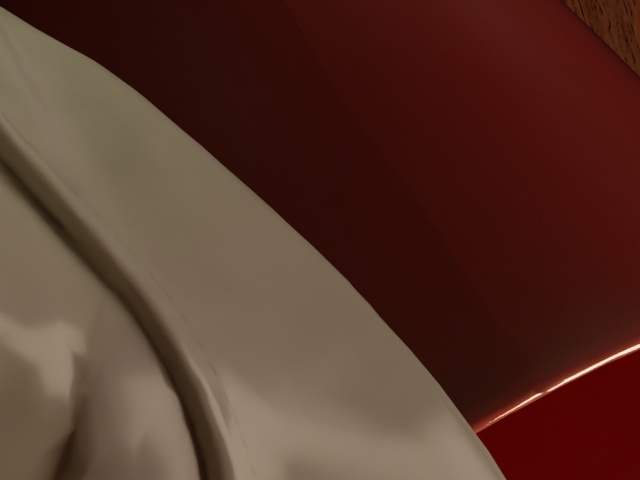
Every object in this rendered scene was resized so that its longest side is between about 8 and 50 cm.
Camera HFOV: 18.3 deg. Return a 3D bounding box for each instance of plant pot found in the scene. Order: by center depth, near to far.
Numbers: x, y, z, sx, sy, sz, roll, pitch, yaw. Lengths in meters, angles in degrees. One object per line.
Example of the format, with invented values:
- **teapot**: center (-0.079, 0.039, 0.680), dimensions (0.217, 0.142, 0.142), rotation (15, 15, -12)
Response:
- **plant pot**: center (0.000, 0.000, 0.688), dimensions (0.243, 0.275, 0.275), rotation (60, -3, 22)

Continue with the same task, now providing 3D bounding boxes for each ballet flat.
- **ballet flat**: center (-0.115, -0.011, 0.366), dimensions (0.400, 0.139, 0.139), rotation (48, -2, 8)
